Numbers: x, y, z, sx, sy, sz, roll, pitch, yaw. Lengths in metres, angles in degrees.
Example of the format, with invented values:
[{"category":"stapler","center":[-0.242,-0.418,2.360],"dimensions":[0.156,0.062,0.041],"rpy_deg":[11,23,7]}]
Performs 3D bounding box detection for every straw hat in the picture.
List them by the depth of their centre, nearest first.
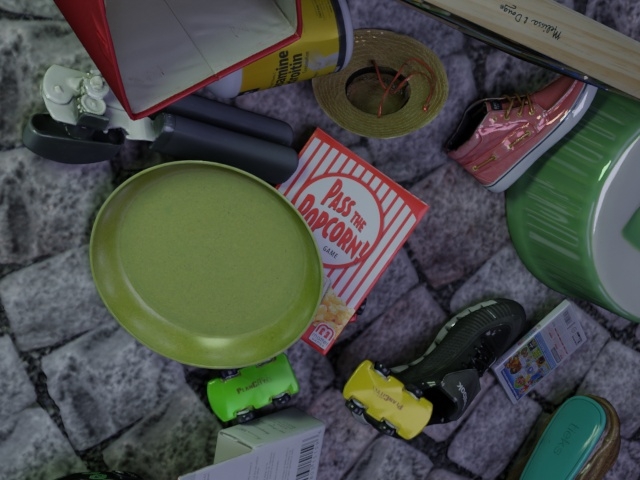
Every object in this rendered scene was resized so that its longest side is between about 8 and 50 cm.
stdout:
[{"category":"straw hat","center":[0.058,-0.150,1.592],"dimensions":[0.144,0.144,0.061],"rpy_deg":[-21,159,-17]}]

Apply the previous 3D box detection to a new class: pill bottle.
[{"category":"pill bottle","center":[-0.068,-0.197,1.491],"dimensions":[0.184,0.103,0.103],"rpy_deg":[-16,115,-19]}]

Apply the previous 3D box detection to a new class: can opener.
[{"category":"can opener","center":[-0.156,-0.110,1.513],"dimensions":[0.280,0.074,0.093],"rpy_deg":[10,138,-27]}]

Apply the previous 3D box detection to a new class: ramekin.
[{"category":"ramekin","center":[0.378,-0.051,1.734],"dimensions":[0.303,0.148,0.303],"rpy_deg":[-9,112,-23]}]

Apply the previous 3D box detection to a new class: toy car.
[{"category":"toy car","center":[-0.016,0.131,1.653],"dimensions":[0.225,0.053,0.239],"rpy_deg":[-22,92,-2]}]

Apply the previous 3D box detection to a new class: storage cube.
[{"category":"storage cube","center":[-0.146,-0.260,1.343],"dimensions":[0.183,0.193,0.215],"rpy_deg":[-29,153,-13]}]

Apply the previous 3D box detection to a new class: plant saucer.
[{"category":"plant saucer","center":[-0.113,0.020,1.535],"dimensions":[0.241,0.037,0.241],"rpy_deg":[4,120,7]}]

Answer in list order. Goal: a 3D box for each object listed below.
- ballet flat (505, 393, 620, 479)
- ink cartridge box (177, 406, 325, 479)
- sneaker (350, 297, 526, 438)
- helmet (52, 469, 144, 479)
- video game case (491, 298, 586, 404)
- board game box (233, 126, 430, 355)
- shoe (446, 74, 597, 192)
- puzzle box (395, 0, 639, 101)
[{"category":"ballet flat","center":[0.258,0.341,1.863],"dimensions":[0.342,0.116,0.124],"rpy_deg":[-53,141,-4]},{"category":"ink cartridge box","center":[-0.107,0.337,1.645],"dimensions":[0.239,0.060,0.275],"rpy_deg":[-11,116,-49]},{"category":"sneaker","center":[0.152,0.154,1.728],"dimensions":[0.234,0.106,0.078],"rpy_deg":[-33,120,-11]},{"category":"helmet","center":[-0.250,0.327,1.570],"dimensions":[0.161,0.169,0.169],"rpy_deg":[-18,117,-37]},{"category":"video game case","center":[0.262,0.134,1.814],"dimensions":[0.122,0.011,0.087],"rpy_deg":[-41,139,-7]},{"category":"board game box","center":[0.000,0.000,1.598],"dimensions":[0.147,0.045,0.193],"rpy_deg":[34,91,-3]},{"category":"shoe","center":[0.219,-0.137,1.658],"dimensions":[0.081,0.063,0.178],"rpy_deg":[35,109,-25]},{"category":"puzzle box","center":[0.121,-0.241,1.469],"dimensions":[0.409,0.272,0.052],"rpy_deg":[19,99,-29]}]
